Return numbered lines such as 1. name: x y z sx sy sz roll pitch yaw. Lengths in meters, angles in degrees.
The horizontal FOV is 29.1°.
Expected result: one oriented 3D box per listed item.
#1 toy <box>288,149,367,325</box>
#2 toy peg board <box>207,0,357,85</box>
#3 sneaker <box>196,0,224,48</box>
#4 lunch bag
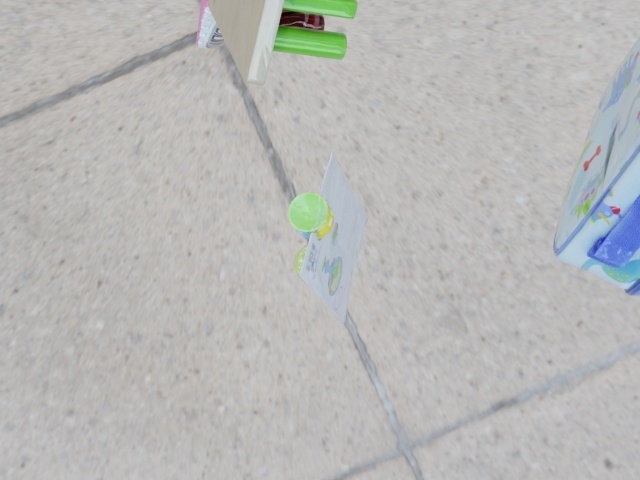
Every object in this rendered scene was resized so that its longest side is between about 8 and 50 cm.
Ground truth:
1. toy: 0.000 0.000 1.357 0.056 0.237 0.137 11 76 11
2. toy peg board: -0.021 -0.221 0.946 0.079 0.161 0.161 5 120 -20
3. sneaker: -0.090 -0.240 1.304 0.074 0.170 0.063 6 80 -8
4. lunch bag: 0.242 -0.075 0.834 0.090 0.176 0.219 26 141 1
